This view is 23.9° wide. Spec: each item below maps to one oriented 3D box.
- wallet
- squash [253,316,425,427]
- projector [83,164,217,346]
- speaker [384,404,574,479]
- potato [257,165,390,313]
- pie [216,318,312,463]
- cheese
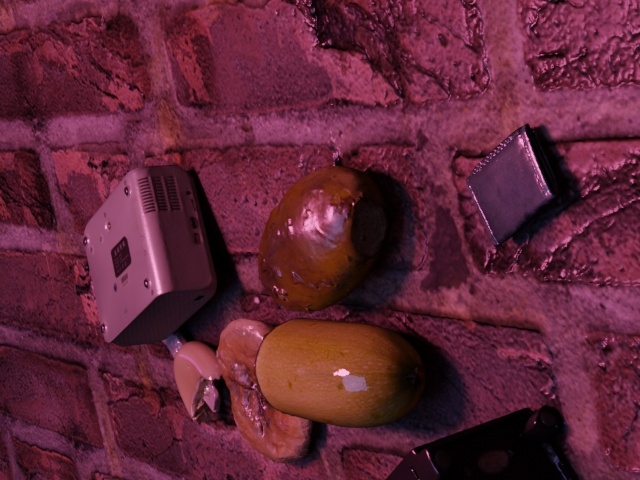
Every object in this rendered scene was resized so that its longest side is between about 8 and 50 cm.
[{"bbox_3d":[0.201,-0.058,1.575,0.129,0.026,0.088,-47,60,56],"label":"wallet"},{"bbox_3d":[0.034,0.163,1.840,0.247,0.133,0.132,-1,103,58],"label":"squash"},{"bbox_3d":[-0.258,0.025,2.223,0.250,0.108,0.198,-41,58,57],"label":"projector"},{"bbox_3d":[0.180,0.343,1.649,0.232,0.184,0.254,60,148,21],"label":"speaker"},{"bbox_3d":[0.000,0.000,1.833,0.149,0.113,0.251,67,150,17],"label":"potato"},{"bbox_3d":[-0.067,0.209,2.097,0.185,0.052,0.218,-6,101,53],"label":"pie"},{"bbox_3d":[-0.200,0.181,2.288,0.235,0.050,0.127,49,140,44],"label":"cheese"}]
